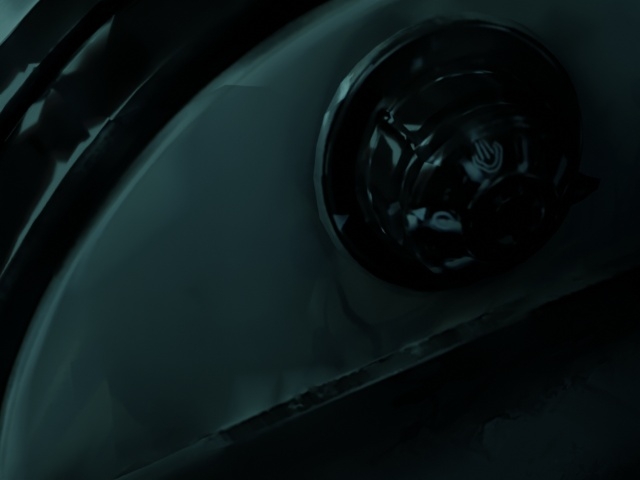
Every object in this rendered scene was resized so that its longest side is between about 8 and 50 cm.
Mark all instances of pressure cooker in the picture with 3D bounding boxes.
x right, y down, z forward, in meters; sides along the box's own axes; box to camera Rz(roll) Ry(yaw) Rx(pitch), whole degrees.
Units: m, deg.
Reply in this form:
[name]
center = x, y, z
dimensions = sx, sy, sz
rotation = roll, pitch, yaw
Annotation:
[pressure cooker]
center = -0.003, -0.004, 0.660
dimensions = 0.370, 0.375, 0.420
rotation = -57, 36, 12
